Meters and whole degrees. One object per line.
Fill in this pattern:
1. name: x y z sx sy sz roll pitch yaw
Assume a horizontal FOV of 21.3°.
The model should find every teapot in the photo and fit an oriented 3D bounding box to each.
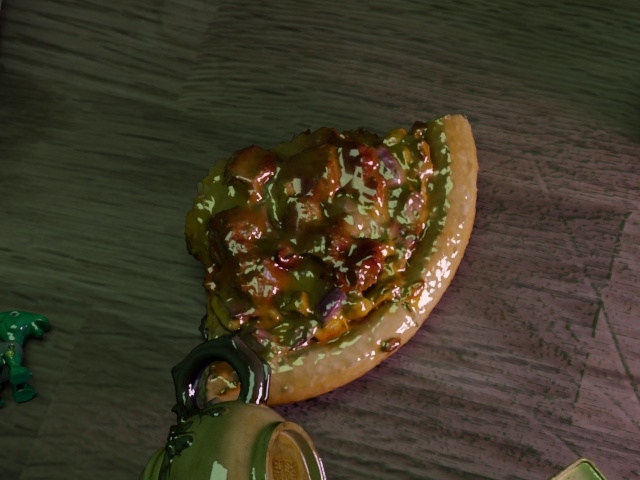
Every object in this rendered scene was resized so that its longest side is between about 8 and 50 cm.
1. teapot: -0.100 0.225 1.559 0.182 0.173 0.269 -14 75 25

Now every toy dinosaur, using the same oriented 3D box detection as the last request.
1. toy dinosaur: -0.332 0.117 1.702 0.132 0.059 0.096 -12 51 -12

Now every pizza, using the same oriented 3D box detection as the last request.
1. pizza: 0.000 0.000 1.710 0.409 0.114 0.278 -41 70 -20

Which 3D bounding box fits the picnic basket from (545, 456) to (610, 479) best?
1. picnic basket: 0.242 0.291 1.534 0.115 0.079 0.164 -30 63 -14
